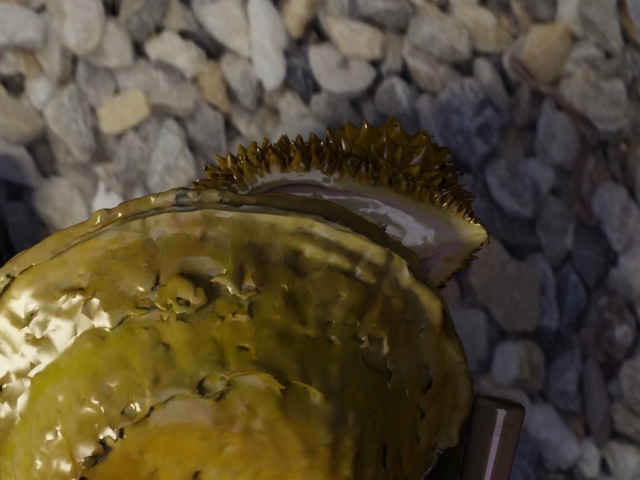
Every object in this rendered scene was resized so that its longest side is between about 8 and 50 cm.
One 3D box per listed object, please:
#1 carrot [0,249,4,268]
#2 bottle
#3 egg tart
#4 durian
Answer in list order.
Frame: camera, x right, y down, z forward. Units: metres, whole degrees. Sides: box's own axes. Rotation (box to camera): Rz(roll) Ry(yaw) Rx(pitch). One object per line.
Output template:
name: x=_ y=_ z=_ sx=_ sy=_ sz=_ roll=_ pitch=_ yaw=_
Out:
carrot: x=-0.268 y=0.068 z=1.258 sx=0.070 sy=0.070 sz=0.260 roll=-19 pitch=95 yaw=-6
bottle: x=0.142 y=0.181 z=1.324 sx=0.045 sy=0.045 sz=0.096 roll=11 pitch=91 yaw=-7
egg tart: x=-0.084 y=0.166 z=1.162 sx=0.443 sy=0.178 sz=0.443 roll=-7 pitch=123 yaw=-10
durian: x=-0.002 y=-0.012 z=1.260 sx=0.250 sy=0.183 sz=0.138 roll=-9 pitch=57 yaw=-4
